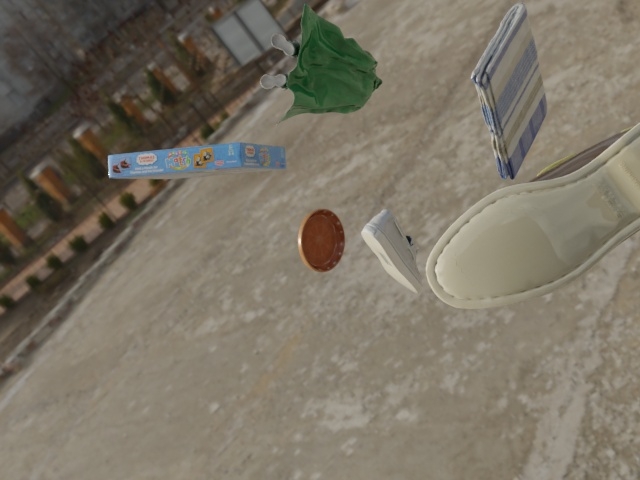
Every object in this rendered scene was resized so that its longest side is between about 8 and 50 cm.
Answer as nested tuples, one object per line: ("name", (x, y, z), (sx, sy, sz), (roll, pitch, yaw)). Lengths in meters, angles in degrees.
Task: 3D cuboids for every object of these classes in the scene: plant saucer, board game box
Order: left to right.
("board game box", (-0.178, -0.115, 1.294), (0.211, 0.039, 0.160), (-4, 2, 20))
("plant saucer", (0.000, 0.000, 1.154), (0.013, 0.083, 0.083), (1, 42, 43))

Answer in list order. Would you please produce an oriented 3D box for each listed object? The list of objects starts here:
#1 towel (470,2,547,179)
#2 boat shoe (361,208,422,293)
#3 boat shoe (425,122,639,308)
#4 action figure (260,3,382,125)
("towel", (0.362, -0.276, 1.658), (0.034, 0.285, 0.209), (14, 60, 34))
("boat shoe", (0.128, 0.018, 1.419), (0.063, 0.184, 0.066), (-49, 39, -11))
("boat shoe", (0.259, -0.029, 0.903), (0.324, 0.116, 0.097), (-33, -7, 9))
("action figure", (0.014, -0.204, 1.081), (0.232, 0.063, 0.137), (-4, -64, -59))
